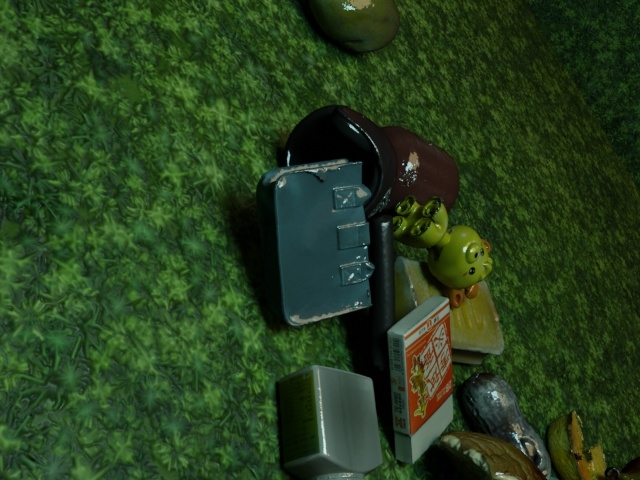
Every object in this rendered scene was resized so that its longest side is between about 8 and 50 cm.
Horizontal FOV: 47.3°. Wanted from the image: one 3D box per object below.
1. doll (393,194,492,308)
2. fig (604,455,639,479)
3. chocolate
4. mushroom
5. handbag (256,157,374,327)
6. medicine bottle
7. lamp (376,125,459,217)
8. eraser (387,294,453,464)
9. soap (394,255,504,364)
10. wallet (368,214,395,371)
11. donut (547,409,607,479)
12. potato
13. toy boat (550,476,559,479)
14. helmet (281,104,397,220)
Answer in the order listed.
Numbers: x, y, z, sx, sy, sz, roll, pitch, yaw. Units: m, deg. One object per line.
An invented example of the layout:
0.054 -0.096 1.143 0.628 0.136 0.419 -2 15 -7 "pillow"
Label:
0.225 0.020 1.296 0.221 0.135 0.143 41 68 -30 "doll"
0.715 0.543 1.596 0.321 0.217 0.217 38 42 -29 "fig"
0.343 0.357 1.356 0.110 0.110 0.248 -11 75 -53 "chocolate"
0.244 0.433 1.131 0.233 0.208 0.302 37 39 14 "mushroom"
0.000 0.000 1.088 0.179 0.062 0.229 -12 104 -29 "handbag"
0.016 0.281 1.014 0.132 0.088 0.188 23 51 -41 "medicine bottle"
0.151 -0.120 1.390 0.258 0.180 0.180 20 52 -39 "lamp"
0.166 0.223 1.188 0.157 0.038 0.230 -28 119 -51 "eraser"
0.225 0.135 1.371 0.274 0.089 0.173 14 56 -44 "soap"
0.102 0.082 1.192 0.149 0.044 0.250 -37 125 -80 "wallet"
0.547 0.464 1.561 0.181 0.078 0.146 49 38 -27 "donut"
0.081 -0.492 1.558 0.251 0.159 0.174 20 76 -54 "potato"
0.464 0.503 1.464 0.122 0.034 0.096 45 33 -19 "toy boat"
0.029 -0.121 1.207 0.193 0.189 0.216 20 23 -51 "helmet"
